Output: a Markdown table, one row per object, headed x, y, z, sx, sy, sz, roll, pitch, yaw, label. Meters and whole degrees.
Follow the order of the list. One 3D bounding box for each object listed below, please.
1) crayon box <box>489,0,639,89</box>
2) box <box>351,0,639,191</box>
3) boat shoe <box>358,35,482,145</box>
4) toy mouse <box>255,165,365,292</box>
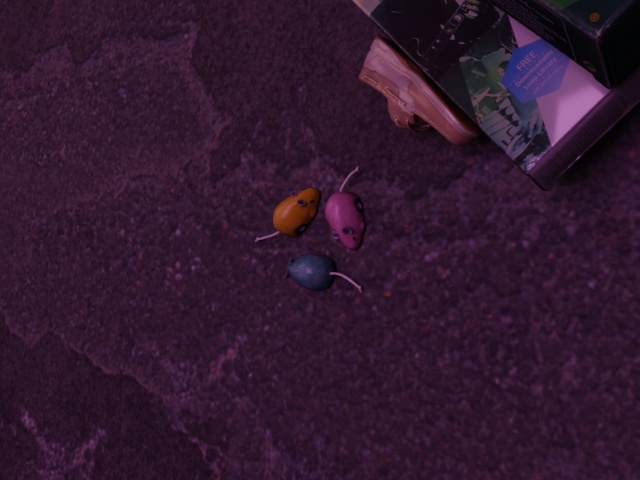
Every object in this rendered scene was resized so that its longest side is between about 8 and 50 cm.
| x | y | z | sx | sy | sz | roll | pitch | yaw | label |
| --- | --- | --- | --- | --- | --- | --- | --- | --- | --- |
| 0.262 | -0.302 | 0.722 | 0.323 | 0.083 | 0.203 | -45 | 57 | 2 | crayon box |
| 0.176 | -0.232 | 0.832 | 0.232 | 0.058 | 0.322 | -45 | 55 | 11 | box |
| 0.094 | -0.135 | 0.913 | 0.059 | 0.063 | 0.170 | -56 | 45 | 21 | boat shoe |
| 0.000 | 0.000 | 0.982 | 0.161 | 0.031 | 0.143 | -45 | 58 | 24 | toy mouse |
